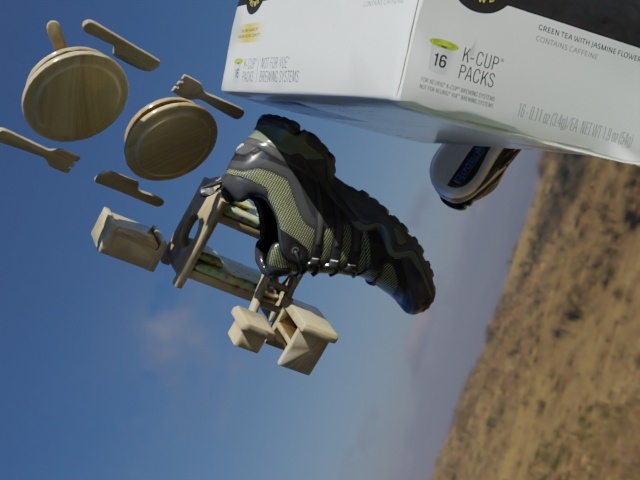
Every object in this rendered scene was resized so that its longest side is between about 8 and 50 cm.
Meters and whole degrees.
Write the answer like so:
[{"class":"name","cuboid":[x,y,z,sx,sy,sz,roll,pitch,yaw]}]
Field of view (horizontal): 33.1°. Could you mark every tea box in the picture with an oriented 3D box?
[{"class":"tea box","cuboid":[0.103,-0.241,0.816,0.329,0.220,0.324,20,100,64]}]

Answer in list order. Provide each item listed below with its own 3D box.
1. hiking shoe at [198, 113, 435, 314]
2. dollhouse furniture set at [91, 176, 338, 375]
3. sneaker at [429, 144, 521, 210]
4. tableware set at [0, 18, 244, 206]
[{"class":"hiking shoe","cuboid":[0.000,0.000,0.940,0.114,0.227,0.086,-47,13,-8]},{"class":"dollhouse furniture set","cuboid":[-0.081,0.014,0.929,0.101,0.182,0.161,-60,31,12]},{"class":"sneaker","cuboid":[0.202,-0.128,1.198,0.217,0.079,0.121,-46,-13,-1]},{"class":"tableware set","cuboid":[-0.169,-0.108,0.908,0.128,0.039,0.194,-45,-38,16]}]
